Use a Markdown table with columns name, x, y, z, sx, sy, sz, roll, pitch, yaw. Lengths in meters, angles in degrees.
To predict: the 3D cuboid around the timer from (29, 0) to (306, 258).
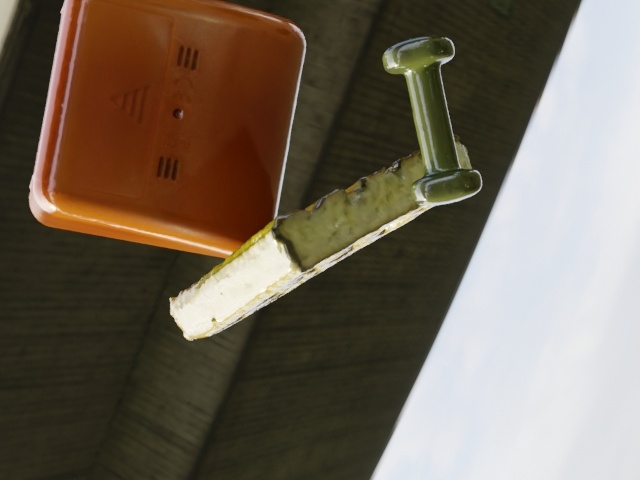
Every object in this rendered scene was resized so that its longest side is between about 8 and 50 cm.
| name | x | y | z | sx | sy | sz | roll | pitch | yaw |
| --- | --- | --- | --- | --- | --- | --- | --- | --- | --- |
| timer | -0.148 | -0.121 | 1.004 | 0.161 | 0.249 | 0.258 | -171 | 91 | -73 |

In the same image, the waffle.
| name | x | y | z | sx | sy | sz | roll | pitch | yaw |
| --- | --- | --- | --- | --- | --- | --- | --- | --- | --- |
| waffle | 0.000 | 0.000 | 0.939 | 0.247 | 0.055 | 0.221 | -29 | -4 | -38 |

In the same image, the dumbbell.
| name | x | y | z | sx | sy | sz | roll | pitch | yaw |
| --- | --- | --- | --- | --- | --- | --- | --- | --- | --- |
| dumbbell | 0.079 | -0.084 | 0.703 | 0.046 | 0.052 | 0.118 | -15 | -87 | -71 |
